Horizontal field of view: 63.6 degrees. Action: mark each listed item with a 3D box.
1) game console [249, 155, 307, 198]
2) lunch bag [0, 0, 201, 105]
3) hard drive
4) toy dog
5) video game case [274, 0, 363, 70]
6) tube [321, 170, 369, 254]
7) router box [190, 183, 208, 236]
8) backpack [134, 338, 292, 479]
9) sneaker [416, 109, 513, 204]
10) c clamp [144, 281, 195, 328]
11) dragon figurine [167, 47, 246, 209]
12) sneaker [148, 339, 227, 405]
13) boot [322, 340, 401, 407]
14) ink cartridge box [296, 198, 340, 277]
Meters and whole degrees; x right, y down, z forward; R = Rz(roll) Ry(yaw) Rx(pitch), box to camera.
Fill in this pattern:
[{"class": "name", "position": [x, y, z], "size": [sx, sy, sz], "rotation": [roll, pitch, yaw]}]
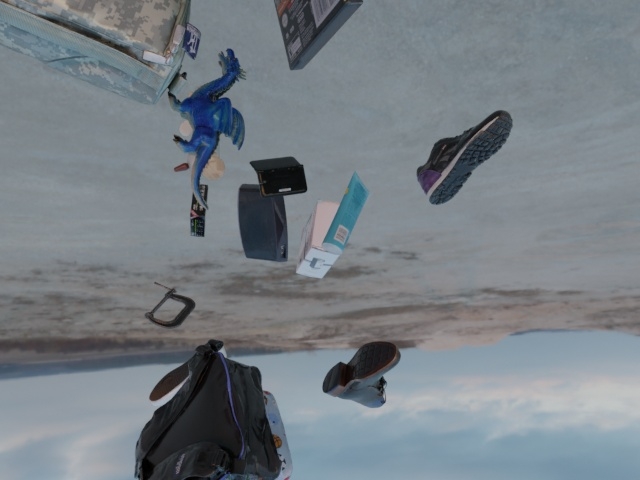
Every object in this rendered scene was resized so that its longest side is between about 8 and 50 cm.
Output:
[{"class": "game console", "position": [-0.107, -0.162, 1.310], "size": [0.122, 0.107, 0.071], "rotation": [-11, -179, -20]}, {"class": "lunch bag", "position": [-0.337, -0.334, 0.741], "size": [0.305, 0.255, 0.212], "rotation": [19, 127, -26]}, {"class": "hard drive", "position": [-0.191, -0.053, 1.673], "size": [0.172, 0.254, 0.054], "rotation": [6, -161, 29]}, {"class": "toy dog", "position": [-0.429, -0.351, 1.770], "size": [0.161, 0.333, 0.220], "rotation": [-6, 166, -23]}, {"class": "video game case", "position": [-0.025, -0.468, 0.900], "size": [0.035, 0.248, 0.275], "rotation": [-14, -178, -22]}, {"class": "tube", "position": [0.066, -0.064, 1.251], "size": [0.052, 0.207, 0.080], "rotation": [7, 149, 36]}, {"class": "router box", "position": [-0.310, -0.075, 1.320], "size": [0.038, 0.092, 0.122], "rotation": [6, 154, -11]}, {"class": "backpack", "position": [-0.196, 0.364, 0.903], "size": [0.263, 0.276, 0.213], "rotation": [-39, 125, 12]}, {"class": "sneaker", "position": [0.335, -0.227, 1.273], "size": [0.107, 0.124, 0.283], "rotation": [6, 136, -40]}, {"class": "c clamp", "position": [-0.407, 0.176, 1.365], "size": [0.137, 0.022, 0.160], "rotation": [16, -151, 1]}, {"class": "dragon figurine", "position": [-0.190, -0.212, 0.948], "size": [0.144, 0.288, 0.085], "rotation": [-10, 171, 4]}, {"class": "sneaker", "position": [-0.414, 0.460, 1.690], "size": [0.106, 0.123, 0.290], "rotation": [10, -143, 46]}, {"class": "boot", "position": [0.107, 0.266, 1.013], "size": [0.106, 0.082, 0.219], "rotation": [32, 137, -19]}, {"class": "ink cartridge box", "position": [0.000, 0.000, 1.518], "size": [0.092, 0.158, 0.218], "rotation": [12, 155, -11]}]
